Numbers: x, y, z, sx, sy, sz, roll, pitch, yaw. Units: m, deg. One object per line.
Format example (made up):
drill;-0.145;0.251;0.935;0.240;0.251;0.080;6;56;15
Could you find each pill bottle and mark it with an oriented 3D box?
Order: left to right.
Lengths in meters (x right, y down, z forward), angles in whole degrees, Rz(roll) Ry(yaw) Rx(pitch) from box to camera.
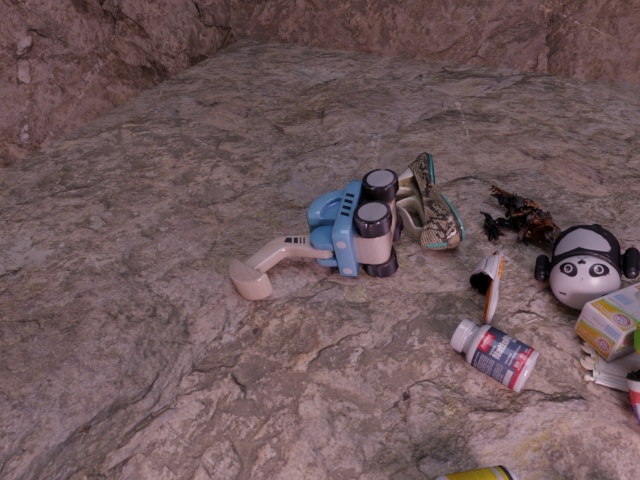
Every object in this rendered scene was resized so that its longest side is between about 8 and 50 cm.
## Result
pill bottle;0.264;0.473;0.826;0.184;0.103;0.103;-6;39;-7
pill bottle;0.405;0.263;1.083;0.180;0.108;0.108;28;47;31

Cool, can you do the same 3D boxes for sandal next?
sandal;0.452;0.114;1.270;0.076;0.102;0.265;15;43;14

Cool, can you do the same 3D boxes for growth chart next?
growth chart;0.734;0.278;1.128;0.171;0.021;0.237;19;43;23

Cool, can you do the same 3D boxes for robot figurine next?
robot figurine;0.730;0.064;1.269;0.173;0.209;0.278;35;46;3

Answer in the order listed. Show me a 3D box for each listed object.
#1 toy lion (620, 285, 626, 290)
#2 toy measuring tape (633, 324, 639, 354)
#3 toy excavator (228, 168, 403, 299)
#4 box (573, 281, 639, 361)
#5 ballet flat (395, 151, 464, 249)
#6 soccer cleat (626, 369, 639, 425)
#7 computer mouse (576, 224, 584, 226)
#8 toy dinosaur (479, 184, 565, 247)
toy lion;0.818;0.149;1.283;0.096;0.034;0.100;-21;42;-12
toy measuring tape;0.787;0.231;1.035;0.330;0.121;0.121;14;23;-44
toy excavator;0.000;0.000;1.360;0.444;0.222;0.433;1;45;19
box;0.754;0.195;1.130;0.203;0.103;0.114;-15;40;-15
ballet flat;0.341;-0.146;1.566;0.181;0.164;0.483;-12;41;7
soccer cleat;0.808;0.336;1.008;0.317;0.117;0.108;-1;-5;-20
computer mouse;0.863;0.026;1.425;0.105;0.042;0.193;-16;47;-12
toy dinosaur;0.654;-0.075;1.506;0.218;0.165;0.322;-1;18;-23
